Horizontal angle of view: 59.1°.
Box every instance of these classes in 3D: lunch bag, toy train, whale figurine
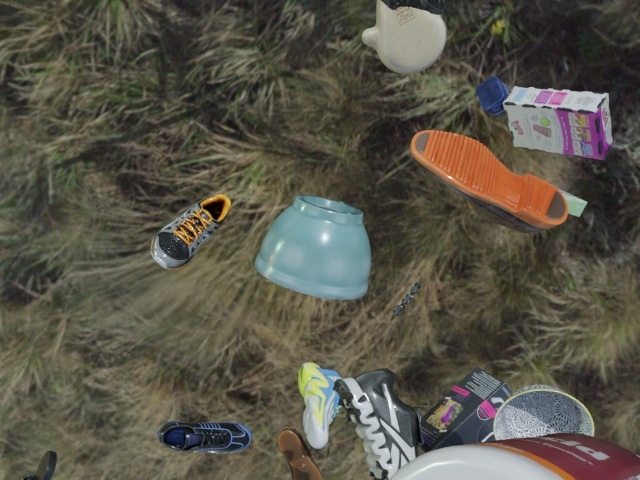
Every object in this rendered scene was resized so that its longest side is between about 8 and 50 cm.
[{"bbox_3d":[0.460,-0.379,1.485,0.065,0.098,0.067,20,140,-40],"label":"lunch bag"},{"bbox_3d":[0.319,0.213,2.066,0.027,0.158,0.036,38,174,17],"label":"toy train"},{"bbox_3d":[0.196,-0.552,1.398,0.216,0.141,0.272,-28,113,7],"label":"whale figurine"}]

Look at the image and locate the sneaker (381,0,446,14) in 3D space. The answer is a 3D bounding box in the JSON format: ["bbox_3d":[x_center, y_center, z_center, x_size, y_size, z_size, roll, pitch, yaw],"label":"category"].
[{"bbox_3d":[0.181,-0.526,1.212,0.170,0.051,0.089,31,159,-13],"label":"sneaker"}]

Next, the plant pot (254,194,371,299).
[{"bbox_3d":[0.000,0.000,1.404,0.293,0.293,0.196,14,104,-2],"label":"plant pot"}]

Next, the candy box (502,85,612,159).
[{"bbox_3d":[0.588,-0.294,1.401,0.233,0.071,0.159,19,154,41],"label":"candy box"}]

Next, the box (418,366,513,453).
[{"bbox_3d":[0.390,0.490,1.467,0.270,0.143,0.165,-41,103,-6],"label":"box"}]

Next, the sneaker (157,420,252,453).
[{"bbox_3d":[-0.286,0.494,1.403,0.232,0.081,0.090,5,172,-8],"label":"sneaker"}]

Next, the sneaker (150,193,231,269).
[{"bbox_3d":[-0.249,-0.025,1.096,0.084,0.215,0.083,43,131,-9],"label":"sneaker"}]

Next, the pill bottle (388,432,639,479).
[{"bbox_3d":[0.234,0.306,0.548,0.224,0.224,0.392,-31,149,30],"label":"pill bottle"}]

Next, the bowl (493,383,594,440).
[{"bbox_3d":[0.406,0.327,1.047,0.170,0.080,0.170,4,110,11],"label":"bowl"}]

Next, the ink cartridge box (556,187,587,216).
[{"bbox_3d":[0.647,-0.148,1.691,0.171,0.235,0.056,12,109,-26],"label":"ink cartridge box"}]

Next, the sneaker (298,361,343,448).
[{"bbox_3d":[0.021,0.397,1.382,0.126,0.240,0.091,8,127,-16],"label":"sneaker"}]

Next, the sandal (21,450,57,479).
[{"bbox_3d":[-0.443,0.384,0.840,0.040,0.067,0.179,20,108,-31],"label":"sandal"}]

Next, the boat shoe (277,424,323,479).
[{"bbox_3d":[-0.044,0.557,1.399,0.073,0.073,0.206,-21,85,-4],"label":"boat shoe"}]

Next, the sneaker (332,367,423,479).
[{"bbox_3d":[0.111,0.287,0.804,0.234,0.106,0.078,66,159,5],"label":"sneaker"}]

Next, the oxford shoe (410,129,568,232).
[{"bbox_3d":[0.336,-0.108,1.205,0.364,0.130,0.133,29,153,-7],"label":"oxford shoe"}]
